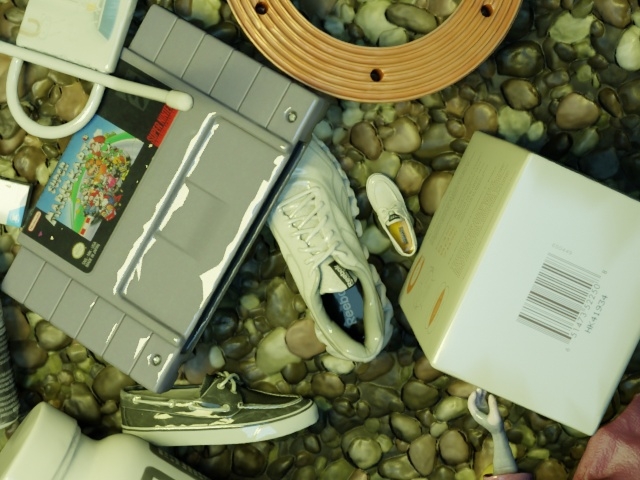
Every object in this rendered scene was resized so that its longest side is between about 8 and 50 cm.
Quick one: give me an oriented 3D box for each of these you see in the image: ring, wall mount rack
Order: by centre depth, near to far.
[{"bbox_3d":[-0.213,-0.264,1.445,0.304,0.130,0.350,18,91,16],"label":"wall mount rack"},{"bbox_3d":[0.056,-0.310,1.507,0.336,0.032,0.337,0,86,-7],"label":"ring"}]

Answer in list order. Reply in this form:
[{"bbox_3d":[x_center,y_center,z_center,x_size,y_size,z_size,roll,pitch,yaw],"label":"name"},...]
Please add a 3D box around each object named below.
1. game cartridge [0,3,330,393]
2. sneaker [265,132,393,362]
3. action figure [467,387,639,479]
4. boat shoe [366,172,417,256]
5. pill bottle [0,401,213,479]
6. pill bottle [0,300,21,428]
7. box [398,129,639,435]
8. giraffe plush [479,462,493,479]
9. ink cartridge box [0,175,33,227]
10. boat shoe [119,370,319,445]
[{"bbox_3d":[-0.173,-0.047,1.511,0.230,0.068,0.355,30,96,13],"label":"game cartridge"},{"bbox_3d":[0.000,0.000,1.532,0.110,0.118,0.292,-26,96,4],"label":"sneaker"},{"bbox_3d":[0.277,0.302,1.502,0.370,0.248,0.276,-15,125,-35],"label":"action figure"},{"bbox_3d":[0.080,-0.027,1.569,0.035,0.035,0.100,-22,98,1],"label":"boat shoe"},{"bbox_3d":[-0.184,0.333,1.507,0.363,0.210,0.210,33,95,-11],"label":"pill bottle"},{"bbox_3d":[-0.405,0.084,1.523,0.130,0.130,0.246,-10,97,0],"label":"pill bottle"},{"bbox_3d":[0.207,0.028,1.424,0.168,0.345,0.215,24,96,-5],"label":"box"},{"bbox_3d":[0.153,0.366,1.570,0.170,0.210,0.181,-30,83,29],"label":"giraffe plush"},{"bbox_3d":[-0.360,-0.047,1.556,0.083,0.028,0.048,13,97,-3],"label":"ink cartridge box"},{"bbox_3d":[-0.113,0.182,1.571,0.219,0.078,0.070,-5,99,1],"label":"boat shoe"}]
